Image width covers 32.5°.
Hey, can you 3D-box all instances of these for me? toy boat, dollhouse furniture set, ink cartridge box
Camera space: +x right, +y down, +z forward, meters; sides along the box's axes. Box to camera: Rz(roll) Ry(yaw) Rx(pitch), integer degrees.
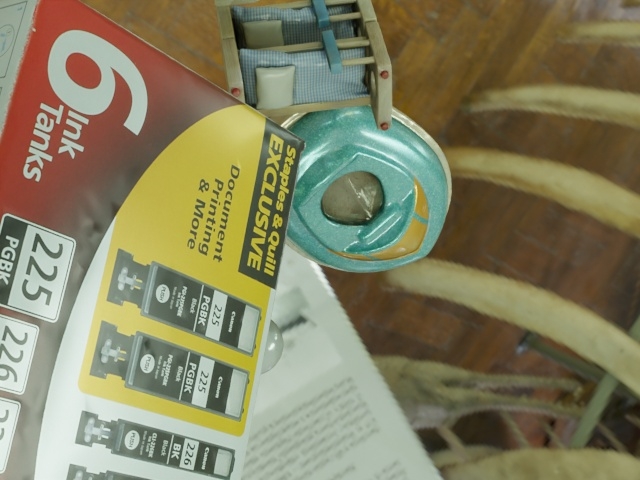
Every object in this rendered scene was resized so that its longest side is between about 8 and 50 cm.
[{"bbox_3d":[0.000,0.000,1.164,0.318,0.148,0.267,-45,132,16],"label":"toy boat"},{"bbox_3d":[-0.018,-0.186,0.856,0.129,0.129,0.184,-8,136,-5],"label":"dollhouse furniture set"},{"bbox_3d":[-0.120,0.066,0.599,0.272,0.130,0.309,27,68,-48],"label":"ink cartridge box"}]
